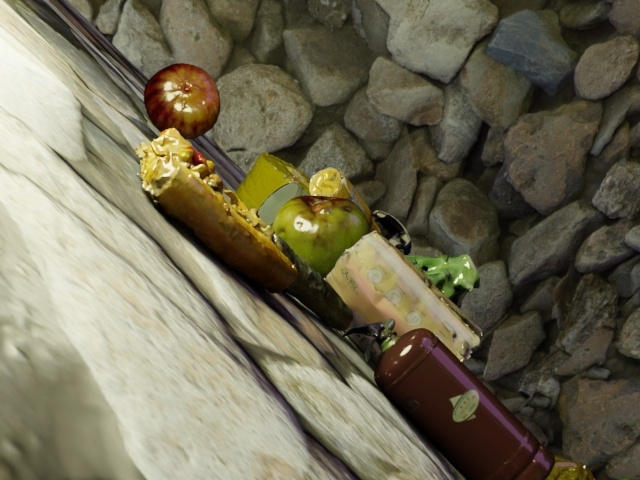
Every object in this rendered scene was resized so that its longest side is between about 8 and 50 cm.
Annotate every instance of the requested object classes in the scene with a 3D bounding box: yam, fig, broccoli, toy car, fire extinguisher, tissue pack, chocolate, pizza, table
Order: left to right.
[{"bbox_3d":[-0.294,-0.281,1.721,0.202,0.148,0.149,2,-59,43],"label":"fig"},{"bbox_3d":[-0.127,-0.038,1.068,0.251,0.074,0.288,47,3,-24],"label":"pizza"},{"bbox_3d":[-0.022,0.066,1.262,0.061,0.061,0.274,47,2,38],"label":"yam"},{"bbox_3d":[-0.019,-0.001,1.721,0.220,0.126,0.126,43,3,-25],"label":"table"},{"bbox_3d":[0.000,0.000,1.564,0.181,0.181,0.191,47,-25,38],"label":"fig"},{"bbox_3d":[0.061,-0.065,1.724,0.086,0.085,0.219,47,3,41],"label":"chocolate"},{"bbox_3d":[0.112,0.047,2.078,0.172,0.235,0.158,47,-9,36],"label":"toy car"},{"bbox_3d":[0.125,0.123,1.395,0.257,0.123,0.215,48,-30,9],"label":"tissue pack"},{"bbox_3d":[0.188,0.121,1.654,0.270,0.270,0.270,56,-15,23],"label":"broccoli"},{"bbox_3d":[0.176,0.233,1.221,0.337,0.114,0.135,46,29,6],"label":"fire extinguisher"}]

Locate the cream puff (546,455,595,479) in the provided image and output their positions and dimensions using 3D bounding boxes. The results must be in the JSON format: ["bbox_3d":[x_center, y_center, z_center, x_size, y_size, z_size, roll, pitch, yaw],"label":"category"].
[{"bbox_3d":[0.447,0.469,1.603,0.121,0.156,0.156,63,3,3],"label":"cream puff"}]

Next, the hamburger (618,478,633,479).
[{"bbox_3d":[0.688,0.592,1.488,0.395,0.277,0.396,41,11,-9],"label":"hamburger"}]

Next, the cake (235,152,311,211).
[{"bbox_3d":[-0.065,-0.074,1.876,0.260,0.156,0.179,40,15,31],"label":"cake"}]
